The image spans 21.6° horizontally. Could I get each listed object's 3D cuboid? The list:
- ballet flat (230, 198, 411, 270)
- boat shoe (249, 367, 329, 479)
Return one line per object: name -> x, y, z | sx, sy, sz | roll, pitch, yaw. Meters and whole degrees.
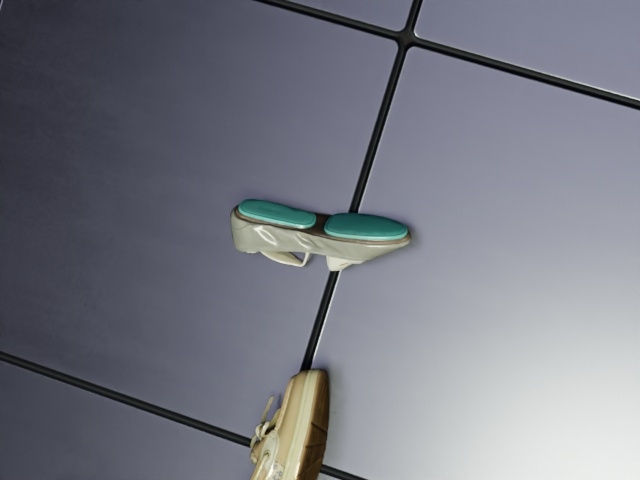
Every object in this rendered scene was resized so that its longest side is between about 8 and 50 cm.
ballet flat -> 0.000, 0.000, 1.910 | 0.213, 0.072, 0.068 | 9, 118, 14
boat shoe -> -0.060, 0.276, 1.883 | 0.089, 0.104, 0.285 | 15, 84, 15
